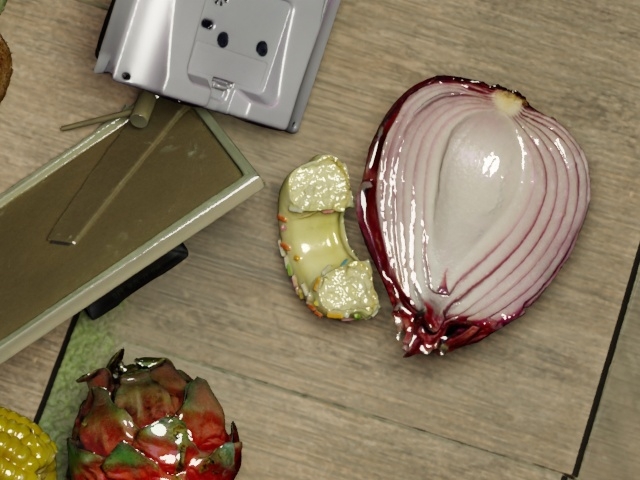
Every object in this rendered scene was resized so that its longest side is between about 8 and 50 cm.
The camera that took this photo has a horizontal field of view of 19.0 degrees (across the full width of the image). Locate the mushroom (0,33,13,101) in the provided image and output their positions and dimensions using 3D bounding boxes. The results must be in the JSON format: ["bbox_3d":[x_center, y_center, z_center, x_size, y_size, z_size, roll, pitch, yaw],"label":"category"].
[{"bbox_3d":[-0.368,-0.169,1.903,0.126,0.109,0.085,-1,40,1],"label":"mushroom"}]

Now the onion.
[{"bbox_3d":[0.124,-0.012,1.848,0.227,0.120,0.283,27,75,-12],"label":"onion"}]

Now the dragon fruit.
[{"bbox_3d":[-0.160,0.205,1.811,0.182,0.182,0.189,9,92,2],"label":"dragon fruit"}]

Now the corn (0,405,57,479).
[{"bbox_3d":[-0.422,0.183,1.837,0.344,0.131,0.131,18,83,5],"label":"corn"}]

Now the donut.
[{"bbox_3d":[-0.001,0.003,1.860,0.065,0.108,0.166,-15,90,-21],"label":"donut"}]

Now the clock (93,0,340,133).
[{"bbox_3d":[-0.084,-0.215,1.830,0.083,0.253,0.186,24,98,47],"label":"clock"}]

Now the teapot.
[{"bbox_3d":[-0.204,0.008,1.871,0.177,0.096,0.087,-33,83,-3],"label":"teapot"}]

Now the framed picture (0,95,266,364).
[{"bbox_3d":[-0.225,-0.024,1.836,0.315,0.232,0.024,-35,128,-2],"label":"framed picture"}]

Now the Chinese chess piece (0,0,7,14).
[{"bbox_3d":[-0.398,-0.250,1.869,0.188,0.188,0.083,-17,126,-1],"label":"Chinese chess piece"}]

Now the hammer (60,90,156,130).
[{"bbox_3d":[-0.213,-0.121,1.902,0.110,0.019,0.035,-12,42,30],"label":"hammer"}]
